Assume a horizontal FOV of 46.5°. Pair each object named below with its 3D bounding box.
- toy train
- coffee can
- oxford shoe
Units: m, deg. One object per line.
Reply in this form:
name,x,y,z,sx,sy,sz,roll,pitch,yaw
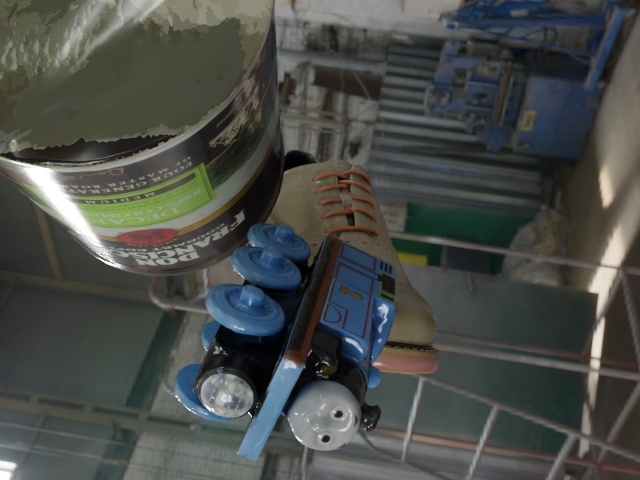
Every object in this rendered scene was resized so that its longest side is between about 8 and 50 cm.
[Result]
toy train,-0.012,0.051,0.428,0.184,0.105,0.080,-71,4,-69
coffee can,-0.127,-0.100,0.502,0.275,0.201,0.202,98,-178,-76
oxford shoe,0.000,0.000,0.685,0.397,0.140,0.147,-142,64,-64
